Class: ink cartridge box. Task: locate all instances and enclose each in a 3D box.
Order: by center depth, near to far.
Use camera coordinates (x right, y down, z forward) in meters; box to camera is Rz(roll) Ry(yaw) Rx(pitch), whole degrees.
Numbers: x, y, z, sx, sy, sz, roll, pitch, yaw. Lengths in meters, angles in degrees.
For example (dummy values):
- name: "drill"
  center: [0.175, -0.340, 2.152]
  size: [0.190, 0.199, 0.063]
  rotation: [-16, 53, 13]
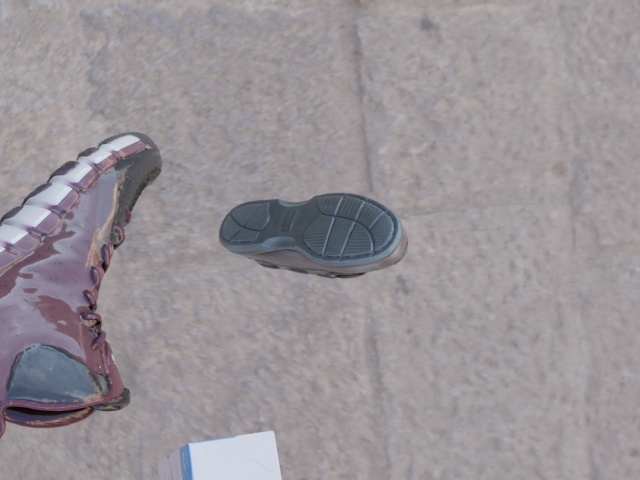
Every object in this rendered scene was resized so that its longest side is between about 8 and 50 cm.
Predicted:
- name: "ink cartridge box"
  center: [-0.127, 0.272, 1.187]
  size: [0.104, 0.180, 0.060]
  rotation: [-4, 72, -25]

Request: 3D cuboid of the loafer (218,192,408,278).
- name: "loafer"
  center: [0.000, 0.000, 1.213]
  size: [0.084, 0.268, 0.096]
  rotation: [47, 59, -43]

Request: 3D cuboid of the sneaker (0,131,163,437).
- name: "sneaker"
  center: [-0.180, 0.045, 0.764]
  size: [0.162, 0.106, 0.281]
  rotation: [44, 52, 0]
